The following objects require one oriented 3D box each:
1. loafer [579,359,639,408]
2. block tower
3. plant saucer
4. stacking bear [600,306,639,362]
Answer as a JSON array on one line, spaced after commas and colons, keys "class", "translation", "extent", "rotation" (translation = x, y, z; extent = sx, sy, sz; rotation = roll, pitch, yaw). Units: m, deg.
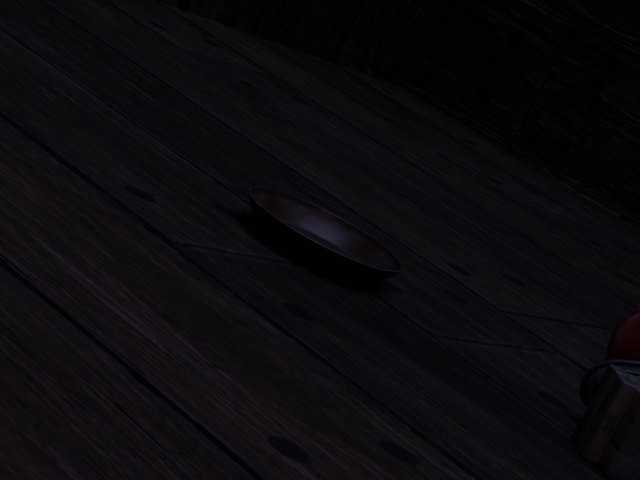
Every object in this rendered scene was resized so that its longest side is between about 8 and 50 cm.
[{"class": "loafer", "translation": [0.399, 0.212, 1.793], "extent": [0.267, 0.096, 0.084], "rotation": [28, 17, -7]}, {"class": "block tower", "translation": [0.425, 0.243, 1.706], "extent": [0.335, 0.097, 0.091], "rotation": [24, 12, -9]}, {"class": "plant saucer", "translation": [0.000, 0.000, 1.939], "extent": [0.198, 0.036, 0.198], "rotation": [27, 11, -5]}, {"class": "stacking bear", "translation": [0.463, 0.169, 1.981], "extent": [0.289, 0.175, 0.164], "rotation": [24, -9, 42]}]
